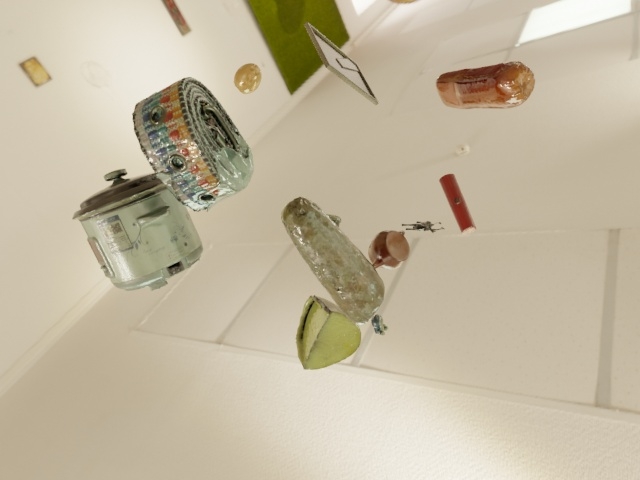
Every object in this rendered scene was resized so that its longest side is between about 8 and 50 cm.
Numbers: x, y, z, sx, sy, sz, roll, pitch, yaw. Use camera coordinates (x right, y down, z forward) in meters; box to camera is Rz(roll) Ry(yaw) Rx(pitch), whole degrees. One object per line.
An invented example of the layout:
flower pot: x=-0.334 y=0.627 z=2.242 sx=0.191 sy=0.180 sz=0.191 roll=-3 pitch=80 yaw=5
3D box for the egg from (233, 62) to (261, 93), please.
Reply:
egg: x=-0.222 y=-0.503 z=1.389 sx=0.096 sy=0.080 sz=0.080 roll=-29 pitch=-153 yaw=29

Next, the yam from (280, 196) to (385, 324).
yam: x=0.026 y=0.039 z=1.053 sx=0.133 sy=0.330 sz=0.133 roll=-36 pitch=-165 yaw=11

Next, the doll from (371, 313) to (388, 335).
doll: x=0.229 y=0.334 z=1.767 sx=0.051 sy=0.083 sz=0.076 roll=-15 pitch=-171 yaw=23

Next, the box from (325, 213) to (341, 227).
box: x=0.000 y=0.000 z=1.982 sx=0.138 sy=0.274 sz=0.178 roll=9 pitch=-105 yaw=-5

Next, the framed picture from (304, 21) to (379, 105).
framed picture: x=0.064 y=-0.499 z=1.277 sx=0.016 sy=0.250 sz=0.184 roll=-36 pitch=-119 yaw=27

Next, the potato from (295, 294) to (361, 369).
potato: x=0.035 y=0.402 z=2.057 sx=0.330 sy=0.213 sz=0.280 roll=-66 pitch=-157 yaw=19

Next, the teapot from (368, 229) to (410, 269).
teapot: x=0.183 y=0.029 z=1.247 sx=0.116 sy=0.116 sz=0.173 roll=0 pitch=-143 yaw=40

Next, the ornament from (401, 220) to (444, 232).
ornament: x=0.290 y=-0.039 z=1.226 sx=0.073 sy=0.028 sz=0.125 roll=-11 pitch=-171 yaw=-35

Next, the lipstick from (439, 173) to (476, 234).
lipstick: x=0.587 y=-0.160 z=1.922 sx=0.073 sy=0.073 sz=0.279 roll=-21 pitch=-117 yaw=14

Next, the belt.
belt: x=-0.249 y=-0.189 z=0.914 sx=0.150 sy=0.257 sz=0.207 roll=-18 pitch=-144 yaw=18

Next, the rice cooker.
rice cooker: x=-0.453 y=-0.037 z=1.130 sx=0.264 sy=0.316 sz=0.317 roll=-29 pitch=-153 yaw=-30

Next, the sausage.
sausage: x=0.352 y=-0.337 z=0.989 sx=0.083 sy=0.089 sz=0.300 roll=-45 pitch=-156 yaw=0
